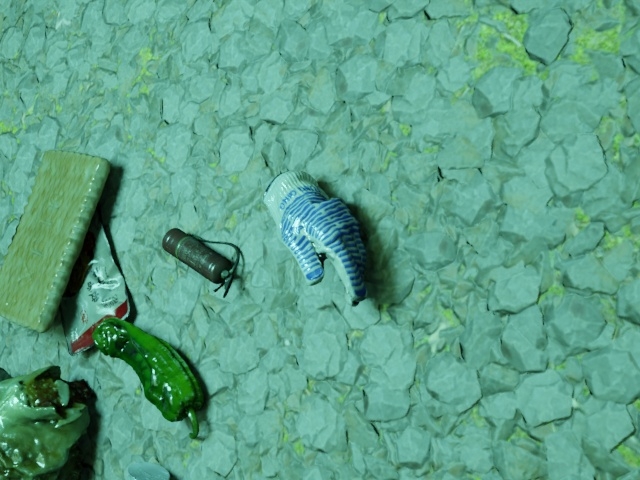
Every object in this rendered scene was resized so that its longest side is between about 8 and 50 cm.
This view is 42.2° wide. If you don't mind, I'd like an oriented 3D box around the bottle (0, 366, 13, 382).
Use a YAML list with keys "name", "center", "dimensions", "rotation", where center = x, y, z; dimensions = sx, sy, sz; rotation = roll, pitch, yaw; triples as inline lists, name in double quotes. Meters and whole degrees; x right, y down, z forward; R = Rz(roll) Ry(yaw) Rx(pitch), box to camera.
- name: "bottle"
  center: [-0.666, 0.307, 1.537]
  dimensions: [0.260, 0.112, 0.112]
  rotation: [-27, 68, 28]

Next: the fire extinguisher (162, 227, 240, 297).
- name: "fire extinguisher"
  center: [-0.179, 0.024, 1.297]
  dimensions: [0.157, 0.045, 0.078]
  rotation: [29, 77, 35]

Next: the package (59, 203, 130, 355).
- name: "package"
  center: [-0.408, 0.065, 1.453]
  dimensions: [0.154, 0.030, 0.239]
  rotation: [-35, 63, 23]

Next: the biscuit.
- name: "biscuit"
  center: [-0.483, -0.005, 1.478]
  dimensions: [0.217, 0.044, 0.325]
  rotation: [11, 80, 42]

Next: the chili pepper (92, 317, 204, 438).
- name: "chili pepper"
  center: [-0.266, 0.203, 1.308]
  dimensions: [0.257, 0.074, 0.100]
  rotation: [37, 104, 35]

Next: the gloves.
- name: "gloves"
  center: [0.000, -0.006, 1.139]
  dimensions: [0.229, 0.119, 0.097]
  rotation: [58, 150, 25]

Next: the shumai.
- name: "shumai"
  center: [-0.489, 0.313, 1.364]
  dimensions: [0.256, 0.189, 0.218]
  rotation: [36, 96, 13]

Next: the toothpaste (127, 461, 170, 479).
- name: "toothpaste"
  center: [-0.300, 0.493, 1.287]
  dimensions: [0.114, 0.073, 0.299]
  rotation: [22, 102, 27]
